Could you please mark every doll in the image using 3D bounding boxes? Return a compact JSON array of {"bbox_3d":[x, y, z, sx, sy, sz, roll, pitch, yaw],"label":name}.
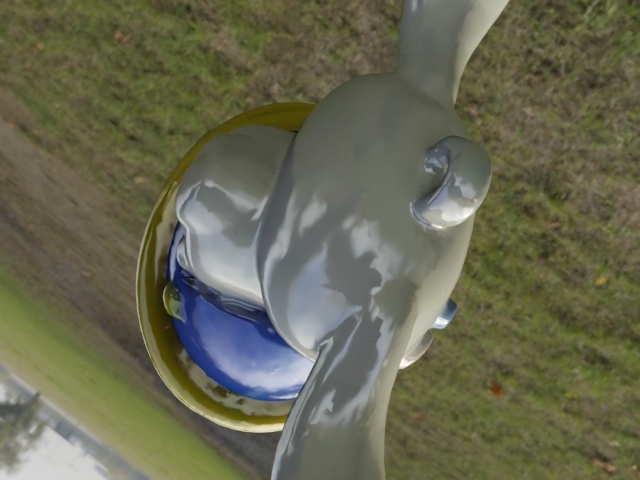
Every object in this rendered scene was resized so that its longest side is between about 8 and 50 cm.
[{"bbox_3d":[-0.002,-0.030,0.450,0.159,0.311,0.242,23,177,-2],"label":"doll"}]
